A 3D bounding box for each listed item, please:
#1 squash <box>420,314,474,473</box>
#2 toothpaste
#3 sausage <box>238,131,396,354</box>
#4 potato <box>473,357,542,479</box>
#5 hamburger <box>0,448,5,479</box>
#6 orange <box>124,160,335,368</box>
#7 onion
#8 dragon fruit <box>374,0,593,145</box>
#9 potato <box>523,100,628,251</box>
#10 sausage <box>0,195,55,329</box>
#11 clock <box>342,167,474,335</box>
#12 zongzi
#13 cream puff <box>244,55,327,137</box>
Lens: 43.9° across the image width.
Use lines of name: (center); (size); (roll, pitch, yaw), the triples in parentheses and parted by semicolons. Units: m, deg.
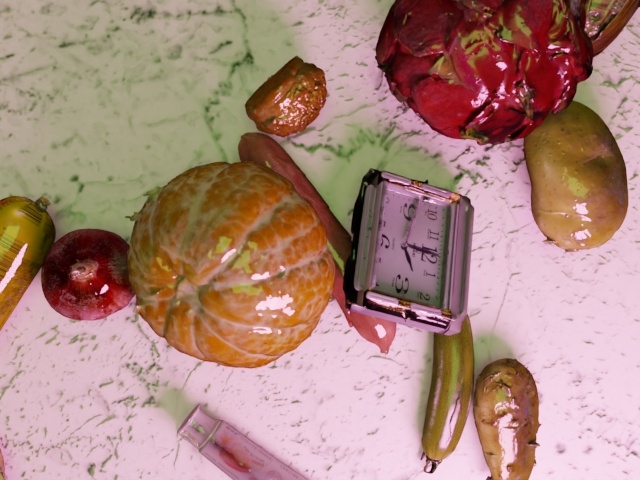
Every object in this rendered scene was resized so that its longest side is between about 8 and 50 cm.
squash: (0.212, 0.231, 1.310); (0.080, 0.071, 0.318); (4, 87, 8)
toothpaste: (-0.092, 0.391, 1.312); (0.323, 0.066, 0.100); (39, 84, -3)
sausage: (0.002, -0.001, 1.313); (0.088, 0.088, 0.433); (-34, 89, -1)
potato: (0.306, 0.302, 1.296); (0.117, 0.090, 0.225); (-5, 95, -22)
hamburger: (-0.584, 0.359, 1.302); (0.176, 0.087, 0.102); (7, 76, 8)
orange: (-0.141, 0.043, 1.210); (0.329, 0.249, 0.329); (10, 112, 26)
onion: (-0.366, 0.054, 1.255); (0.160, 0.195, 0.159); (1, 87, -11)
dragon fruit: (0.253, -0.298, 1.209); (0.330, 0.329, 0.329); (0, 88, 0)
potato: (0.411, -0.107, 1.293); (0.169, 0.143, 0.248); (-8, 82, -39)
sausage: (-0.545, 0.072, 1.288); (0.123, 0.123, 0.347); (33, 88, 1)
clock: (0.142, 0.017, 1.270); (0.187, 0.083, 0.253); (16, 65, -14)
zongzi: (0.542, -0.429, 1.316); (0.289, 0.134, 0.285); (12, 94, -7)
cream puff: (-0.049, -0.229, 1.301); (0.144, 0.126, 0.103); (-44, 103, 4)
